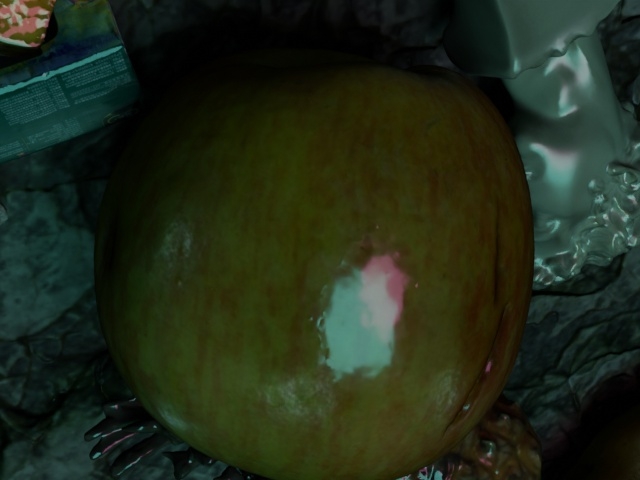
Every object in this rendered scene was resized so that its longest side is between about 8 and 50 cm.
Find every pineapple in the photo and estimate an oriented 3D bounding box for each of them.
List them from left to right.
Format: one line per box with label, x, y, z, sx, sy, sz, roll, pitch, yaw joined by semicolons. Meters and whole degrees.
pineapple;-0.006;0.149;0.909;0.341;0.169;0.169;17;118;-21

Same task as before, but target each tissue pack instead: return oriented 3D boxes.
tissue pack;-0.166;-0.100;0.705;0.111;0.079;0.085;-21;161;-5

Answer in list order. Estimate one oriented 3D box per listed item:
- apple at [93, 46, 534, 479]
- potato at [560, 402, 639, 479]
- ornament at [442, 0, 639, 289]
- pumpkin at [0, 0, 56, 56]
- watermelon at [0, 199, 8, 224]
apple;0.000;0.000;0.722;0.264;0.264;0.264;-10;128;-14
potato;0.336;0.203;1.076;0.369;0.176;0.195;-39;90;0
ornament;0.147;-0.100;0.790;0.130;0.120;0.285;-22;128;-9
pumpkin;-0.155;-0.223;0.596;0.131;0.126;0.248;25;95;-25
watermelon;-0.304;0.008;0.732;0.241;0.094;0.154;-19;137;-10
